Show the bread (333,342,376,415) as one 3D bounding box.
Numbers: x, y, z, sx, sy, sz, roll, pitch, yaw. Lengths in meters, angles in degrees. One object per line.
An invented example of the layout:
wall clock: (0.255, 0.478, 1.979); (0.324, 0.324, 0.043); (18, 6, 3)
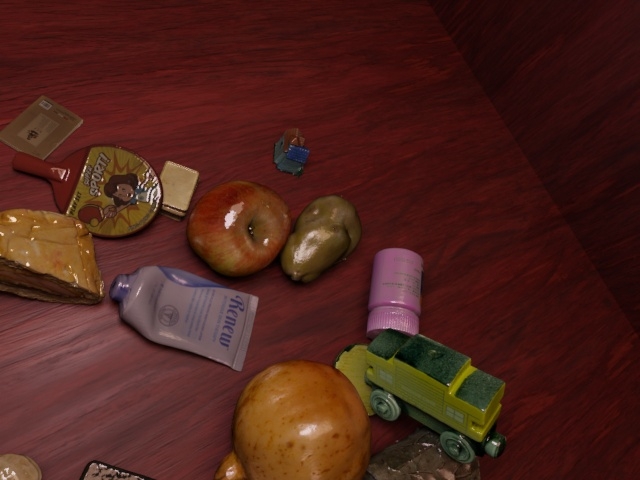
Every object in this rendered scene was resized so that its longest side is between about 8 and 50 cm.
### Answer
bread: (0.136, 0.441, 1.535); (0.228, 0.033, 0.229); (12, 61, -22)

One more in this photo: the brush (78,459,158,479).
brush: (-0.481, 0.610, 1.141); (0.197, 0.059, 0.123); (26, 60, -13)

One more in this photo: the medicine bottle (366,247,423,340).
medicine bottle: (0.252, 0.189, 1.620); (0.178, 0.178, 0.291); (19, 60, -17)

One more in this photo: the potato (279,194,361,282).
potato: (-0.003, -0.002, 1.574); (0.202, 0.218, 0.351); (18, 55, 28)

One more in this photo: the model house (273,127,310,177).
model house: (-0.088, -0.330, 1.711); (0.119, 0.148, 0.149); (14, 64, -21)

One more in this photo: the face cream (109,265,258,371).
face cream: (-0.381, 0.200, 1.366); (0.420, 0.137, 0.235); (26, 56, -27)

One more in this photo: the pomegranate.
pomegranate: (-0.073, 0.505, 1.216); (0.409, 0.410, 0.411); (10, 63, -21)

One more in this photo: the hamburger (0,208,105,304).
hamburger: (-0.701, 0.029, 1.227); (0.329, 0.162, 0.209); (29, 46, -37)

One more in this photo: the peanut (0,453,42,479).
peanut: (-0.757, 0.504, 1.022); (0.298, 0.120, 0.136); (21, 55, -13)

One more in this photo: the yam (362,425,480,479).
yam: (0.276, 0.675, 1.382); (0.347, 0.241, 0.241); (-14, 74, -27)

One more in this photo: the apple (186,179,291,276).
apple: (-0.253, -0.038, 1.448); (0.301, 0.301, 0.302); (10, 63, -21)

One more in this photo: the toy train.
toy train: (0.311, 0.420, 1.354); (0.441, 0.273, 0.179); (21, 37, 37)

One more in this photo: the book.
book: (-0.828, -0.332, 1.432); (0.138, 0.016, 0.199); (33, 57, -9)

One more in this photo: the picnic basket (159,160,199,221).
picnic basket: (-0.452, -0.153, 1.494); (0.115, 0.079, 0.164); (21, 60, -15)

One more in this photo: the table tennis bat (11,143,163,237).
table tennis bat: (-0.657, -0.159, 1.377); (0.414, 0.051, 0.268); (19, 84, -7)
